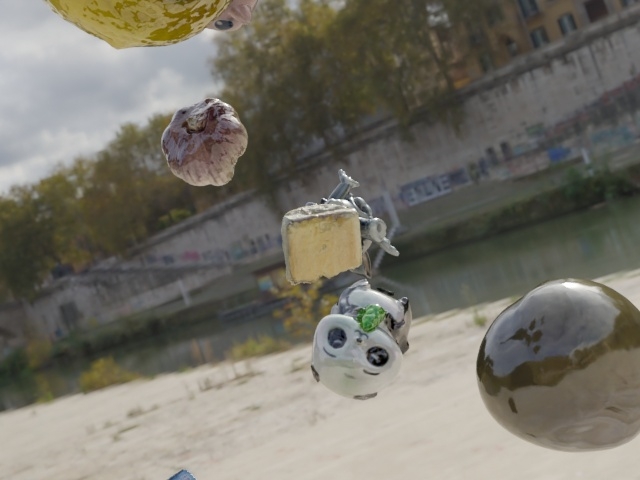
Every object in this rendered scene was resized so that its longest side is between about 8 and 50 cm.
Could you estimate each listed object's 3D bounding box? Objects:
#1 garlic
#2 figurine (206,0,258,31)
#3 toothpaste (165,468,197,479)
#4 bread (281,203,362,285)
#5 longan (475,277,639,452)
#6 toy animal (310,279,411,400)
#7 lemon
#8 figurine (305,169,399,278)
[{"bbox_3d":[-0.192,-0.166,1.653,0.147,0.159,0.102,-11,-32,21],"label":"garlic"},{"bbox_3d":[-0.179,-0.476,1.856,0.176,0.287,0.186,17,-47,-17],"label":"figurine"},{"bbox_3d":[-0.163,0.466,1.614,0.053,0.066,0.272,-30,36,-23],"label":"toothpaste"},{"bbox_3d":[-0.001,0.000,1.488,0.125,0.106,0.082,-11,16,-18],"label":"bread"},{"bbox_3d":[0.477,0.243,1.933,0.361,0.360,0.361,-19,0,0],"label":"longan"},{"bbox_3d":[0.095,0.227,2.301,0.213,0.212,0.266,-19,21,28],"label":"toy animal"},{"bbox_3d":[-0.256,-0.440,1.440,0.350,0.349,0.387,-19,42,-27],"label":"lemon"},{"bbox_3d":[0.050,-0.016,1.843,0.140,0.193,0.265,-47,-3,14],"label":"figurine"}]
